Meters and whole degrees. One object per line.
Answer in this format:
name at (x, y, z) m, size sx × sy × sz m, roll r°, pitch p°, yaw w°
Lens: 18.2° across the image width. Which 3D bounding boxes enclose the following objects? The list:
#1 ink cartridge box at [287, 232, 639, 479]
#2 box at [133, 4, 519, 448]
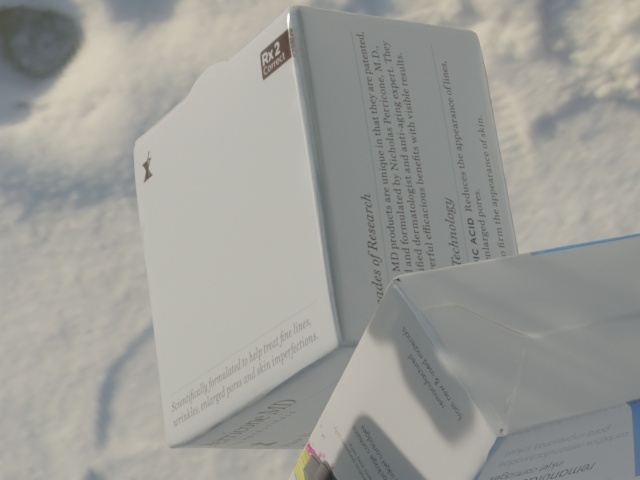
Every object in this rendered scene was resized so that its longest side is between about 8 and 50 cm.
ink cartridge box at (0.044, 0.085, 0.606) m, size 0.061 × 0.104 × 0.181 m, roll 57°, pitch 140°, yaw 32°
box at (0.000, 0.000, 1.032) m, size 0.181 × 0.119 × 0.182 m, roll -34°, pitch 58°, yaw 52°
